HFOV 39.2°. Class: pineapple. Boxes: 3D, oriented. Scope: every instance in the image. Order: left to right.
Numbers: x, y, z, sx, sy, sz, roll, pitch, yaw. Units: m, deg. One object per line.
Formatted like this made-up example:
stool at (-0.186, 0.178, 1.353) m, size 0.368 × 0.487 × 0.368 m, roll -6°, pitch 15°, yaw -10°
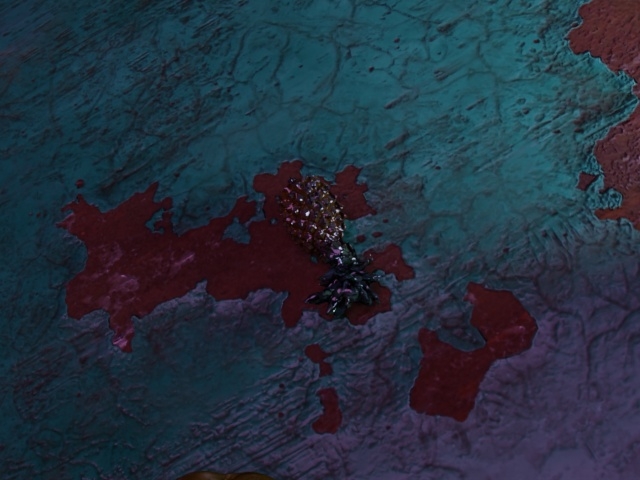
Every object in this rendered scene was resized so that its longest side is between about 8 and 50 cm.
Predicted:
pineapple at (0.001, 0.000, 1.188) m, size 0.083 × 0.103 × 0.221 m, roll -47°, pitch 56°, yaw 34°

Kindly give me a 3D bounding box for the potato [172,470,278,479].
potato at (-0.165, 0.382, 1.044) m, size 0.369 × 0.176 × 0.196 m, roll -19°, pitch 88°, yaw 15°
